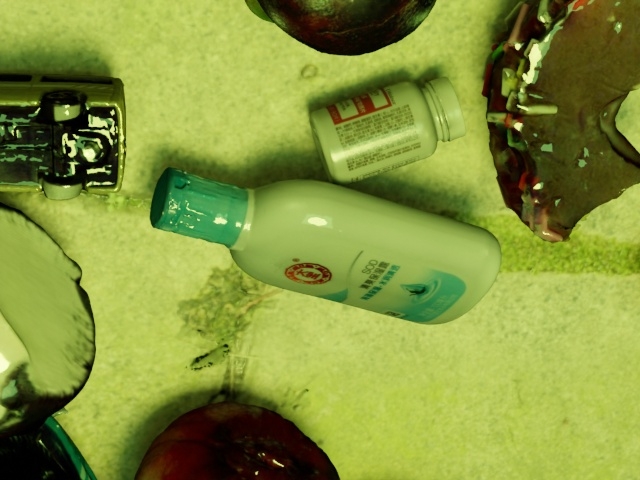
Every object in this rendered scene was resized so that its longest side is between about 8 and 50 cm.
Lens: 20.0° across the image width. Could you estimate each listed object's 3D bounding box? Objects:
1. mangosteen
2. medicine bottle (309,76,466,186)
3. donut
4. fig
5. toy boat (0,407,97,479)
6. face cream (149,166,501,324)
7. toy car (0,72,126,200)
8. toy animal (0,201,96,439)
[{"bbox_3d":[0.015,-0.278,1.603,0.216,0.216,0.216,-5,117,-11],"label":"mangosteen"},{"bbox_3d":[0.065,-0.108,1.755,0.140,0.079,0.079,-19,119,-3],"label":"medicine bottle"},{"bbox_3d":[0.301,-0.170,1.752,0.345,0.136,0.259,-30,117,2],"label":"donut"},{"bbox_3d":[-0.088,0.298,1.842,0.224,0.224,0.263,11,94,-18],"label":"fig"},{"bbox_3d":[-0.261,0.267,1.861,0.134,0.092,0.298,1,131,26],"label":"toy boat"},{"bbox_3d":[0.000,0.000,1.767,0.337,0.080,0.163,15,150,-21],"label":"face cream"},{"bbox_3d":[-0.303,-0.101,1.651,0.257,0.124,0.101,1,113,-3],"label":"toy car"},{"bbox_3d":[-0.383,0.118,1.682,0.310,0.251,0.251,-25,120,20],"label":"toy animal"}]
